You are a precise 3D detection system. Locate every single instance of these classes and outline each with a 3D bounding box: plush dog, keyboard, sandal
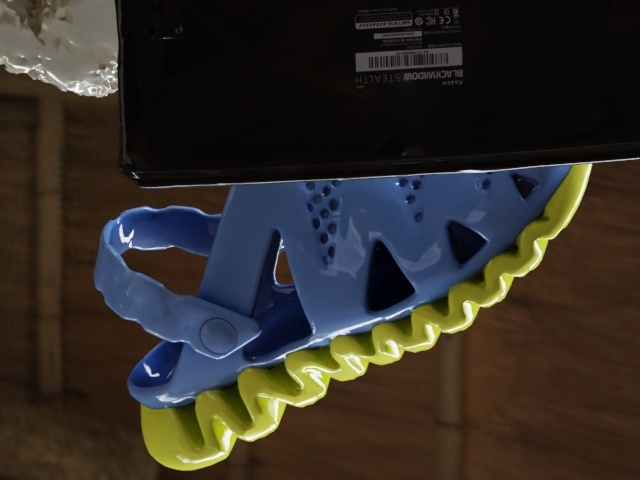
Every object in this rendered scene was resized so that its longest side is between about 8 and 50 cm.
[{"bbox_3d":[-0.133,-0.199,1.362,0.262,0.225,0.210,-34,-74,30],"label":"plush dog"},{"bbox_3d":[0.030,-0.067,0.620,0.192,0.038,0.100,-2,-99,6],"label":"keyboard"},{"bbox_3d":[0.000,0.000,1.013,0.317,0.126,0.138,-32,-74,19],"label":"sandal"}]
